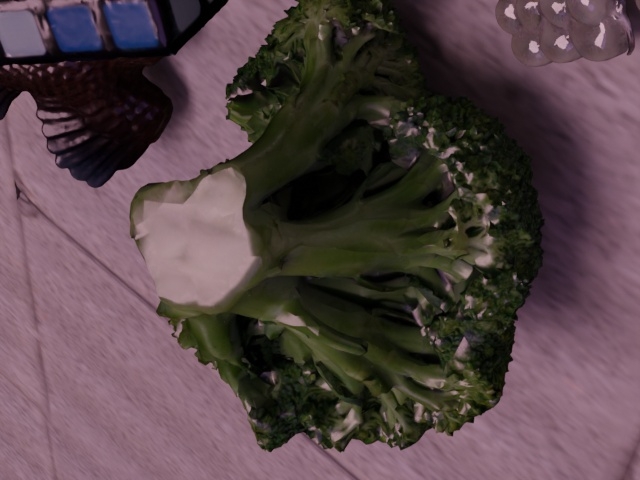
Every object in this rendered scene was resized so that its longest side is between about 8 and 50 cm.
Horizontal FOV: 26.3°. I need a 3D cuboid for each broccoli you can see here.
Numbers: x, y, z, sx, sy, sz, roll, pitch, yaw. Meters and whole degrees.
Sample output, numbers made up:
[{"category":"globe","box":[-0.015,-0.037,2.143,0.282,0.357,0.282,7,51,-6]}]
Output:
[{"category":"broccoli","box":[0.000,0.000,0.791,0.269,0.242,0.261,-21,84,29]}]

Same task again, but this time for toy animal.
[{"category":"toy animal","box":[-0.180,-0.137,0.984,0.179,0.116,0.218,3,117,53]}]

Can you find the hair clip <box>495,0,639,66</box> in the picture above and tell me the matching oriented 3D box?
[{"category":"hair clip","box":[0.144,-0.146,0.615,0.220,0.054,0.140,6,132,55]}]

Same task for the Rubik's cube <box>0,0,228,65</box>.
[{"category":"Rubik's cube","box":[-0.139,-0.213,0.740,0.184,0.182,0.187,-3,123,27]}]
